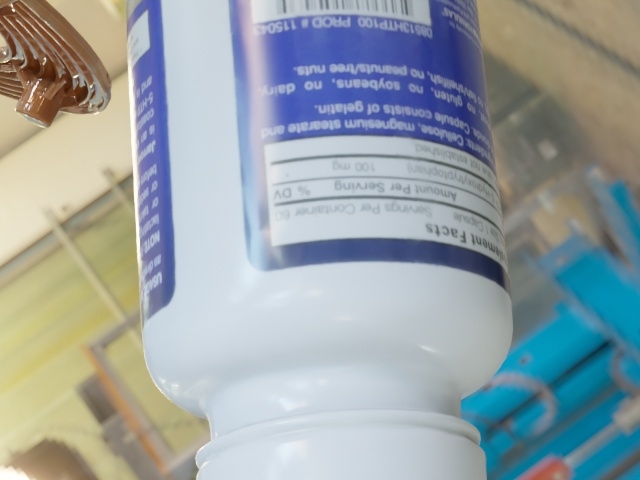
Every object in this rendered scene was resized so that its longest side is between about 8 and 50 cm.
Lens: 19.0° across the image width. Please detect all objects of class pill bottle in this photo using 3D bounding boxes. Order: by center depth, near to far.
[{"bbox_3d":[0.000,0.000,0.578,0.112,0.112,0.187,72,-167,-70],"label":"pill bottle"}]

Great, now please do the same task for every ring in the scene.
[{"bbox_3d":[-0.260,-0.144,0.968,0.336,0.032,0.336,25,169,5],"label":"ring"}]
